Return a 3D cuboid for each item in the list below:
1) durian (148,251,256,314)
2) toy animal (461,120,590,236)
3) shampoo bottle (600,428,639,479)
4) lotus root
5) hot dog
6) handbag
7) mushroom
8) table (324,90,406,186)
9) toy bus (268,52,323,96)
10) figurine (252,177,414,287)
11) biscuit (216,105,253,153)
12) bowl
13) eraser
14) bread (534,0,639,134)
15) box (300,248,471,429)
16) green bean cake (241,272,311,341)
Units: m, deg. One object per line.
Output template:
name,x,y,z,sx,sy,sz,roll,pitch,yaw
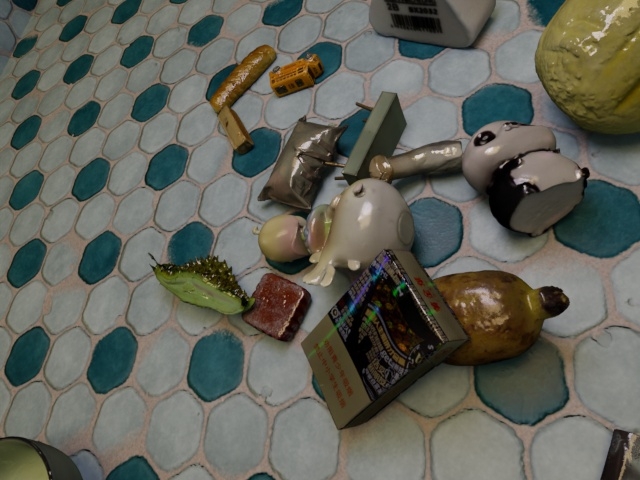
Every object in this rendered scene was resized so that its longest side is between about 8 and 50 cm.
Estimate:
durian,-0.295,0.103,1.119,0.375,0.106,0.132,15,101,32
toy animal,0.395,-0.142,0.907,0.187,0.165,0.235,-17,58,-6
shampoo bottle,0.455,0.398,0.677,0.063,0.057,0.208,18,75,22
lotus root,0.285,0.141,0.816,0.314,0.141,0.169,-15,69,36
hot dog,-0.253,-0.527,1.453,0.088,0.061,0.286,33,83,21
handbag,-0.043,-0.200,1.158,0.182,0.117,0.270,22,81,34
mushroom,0.222,-0.179,1.031,0.223,0.081,0.092,-10,31,3
table,0.108,-0.238,1.110,0.111,0.121,0.240,17,73,30
toy bus,-0.071,-0.496,1.349,0.162,0.069,0.074,-14,61,19
figurine,0.000,0.000,0.990,0.394,0.226,0.274,-3,37,33
biscuit,-0.263,-0.338,1.366,0.056,0.052,0.188,-41,54,15
bowl,-0.646,0.619,0.972,0.354,0.185,0.354,-10,62,19
eraser,0.261,-0.663,1.205,0.331,0.331,0.150,29,81,32
bread,0.598,-0.367,0.852,0.320,0.320,0.237,-27,38,10
box,0.100,0.187,0.835,0.310,0.084,0.198,-52,50,32
green bean cake,-0.101,0.155,1.043,0.135,0.056,0.136,21,76,30
